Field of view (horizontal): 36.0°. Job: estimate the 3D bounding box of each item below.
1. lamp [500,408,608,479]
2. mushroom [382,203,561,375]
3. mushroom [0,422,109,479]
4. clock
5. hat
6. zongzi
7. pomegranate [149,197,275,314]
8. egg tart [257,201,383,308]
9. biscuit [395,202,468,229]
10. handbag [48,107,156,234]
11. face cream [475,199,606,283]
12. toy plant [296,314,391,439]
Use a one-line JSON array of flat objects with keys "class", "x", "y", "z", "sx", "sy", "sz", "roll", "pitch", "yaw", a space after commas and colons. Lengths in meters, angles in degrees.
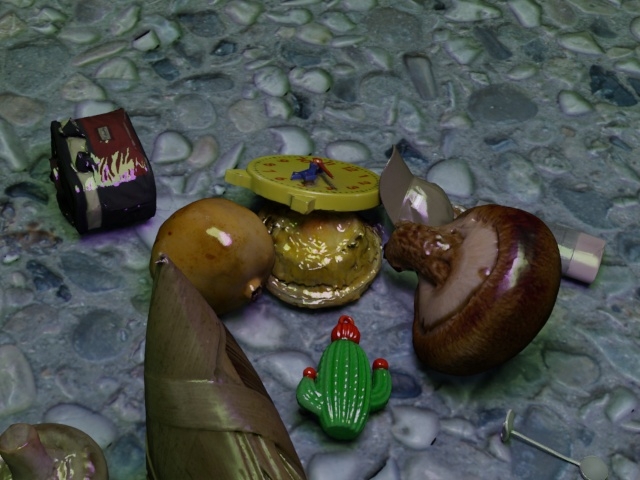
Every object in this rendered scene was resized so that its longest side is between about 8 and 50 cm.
[{"class": "lamp", "x": 0.404, "y": 0.356, "z": 1.696, "sx": 0.198, "sy": 0.056, "sz": 0.050, "roll": 23, "pitch": 49, "yaw": 9}, {"class": "mushroom", "x": 0.255, "y": 0.075, "z": 1.762, "sx": 0.260, "sy": 0.345, "sz": 0.345, "roll": 27, "pitch": 49, "yaw": -15}, {"class": "mushroom", "x": -0.435, "y": 0.358, "z": 1.513, "sx": 0.207, "sy": 0.215, "sz": 0.207, "roll": -2, "pitch": 46, "yaw": 2}, {"class": "clock", "x": -0.012, "y": -0.127, "z": 1.951, "sx": 0.277, "sy": 0.071, "sz": 0.293, "roll": 21, "pitch": 21, "yaw": 33}, {"class": "hat", "x": 0.196, "y": -0.097, "z": 1.936, "sx": 0.144, "sy": 0.173, "sz": 0.166, "roll": 10, "pitch": 50, "yaw": 16}, {"class": "zongzi", "x": -0.110, "y": 0.325, "z": 1.359, "sx": 0.218, "sy": 0.467, "sz": 0.500, "roll": -26, "pitch": 45, "yaw": -18}, {"class": "pomegranate", "x": -0.198, "y": 0.026, "z": 1.804, "sx": 0.233, "sy": 0.233, "sz": 0.233, "roll": 3, "pitch": 51, "yaw": -3}, {"class": "egg tart", "x": 0.000, "y": 0.000, "z": 1.913, "sx": 0.291, "sy": 0.107, "sz": 0.290, "roll": 3, "pitch": 52, "yaw": -3}, {"class": "biscuit", "x": 0.221, "y": -0.017, "z": 1.997, "sx": 0.138, "sy": 0.031, "sz": 0.205, "roll": 28, "pitch": 55, "yaw": 16}, {"class": "handbag", "x": -0.440, "y": -0.143, "z": 1.946, "sx": 0.181, "sy": 0.181, "sz": 0.254, "roll": -15, "pitch": 51, "yaw": -19}, {"class": "face cream", "x": 0.430, "y": 0.000, "z": 1.972, "sx": 0.269, "sy": 0.073, "sz": 0.107, "roll": 19, "pitch": 57, "yaw": 11}, {"class": "toy plant", "x": 0.053, "y": 0.243, "z": 1.736, "sx": 0.155, "sy": 0.088, "sz": 0.240, "roll": 33, "pitch": 44, "yaw": 6}]
